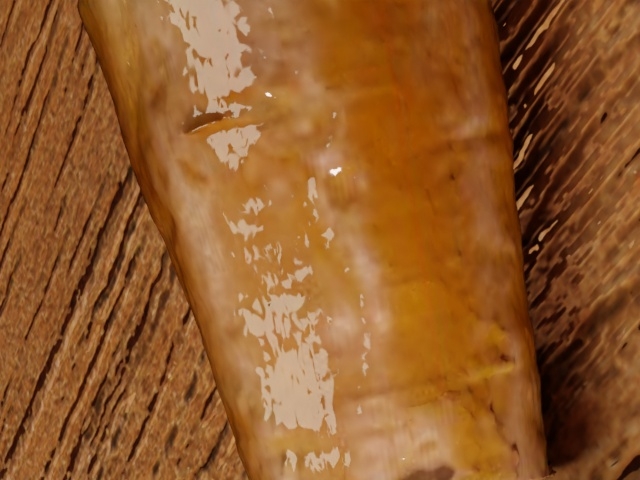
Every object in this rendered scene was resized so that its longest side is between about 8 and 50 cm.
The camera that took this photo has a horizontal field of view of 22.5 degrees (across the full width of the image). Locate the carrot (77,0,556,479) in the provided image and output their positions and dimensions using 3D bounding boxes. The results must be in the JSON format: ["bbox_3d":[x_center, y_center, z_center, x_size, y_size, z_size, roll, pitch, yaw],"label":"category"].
[{"bbox_3d":[0.000,0.000,0.722,0.196,0.196,0.254,-13,85,56],"label":"carrot"}]
